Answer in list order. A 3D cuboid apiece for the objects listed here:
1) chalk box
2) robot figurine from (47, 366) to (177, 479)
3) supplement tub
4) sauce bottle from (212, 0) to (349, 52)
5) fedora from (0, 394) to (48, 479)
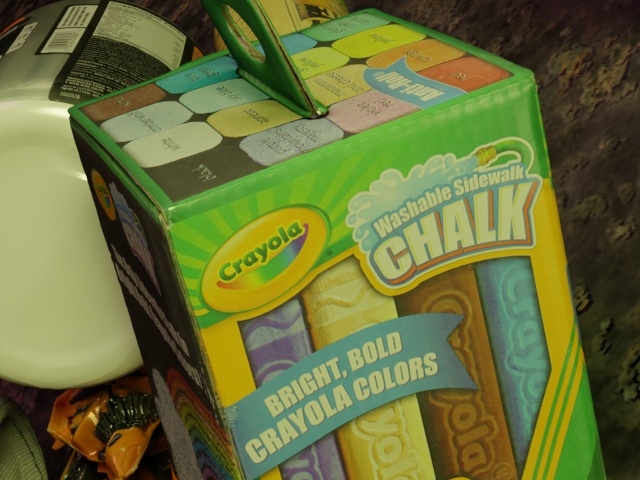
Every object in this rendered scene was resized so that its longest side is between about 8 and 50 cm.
[{"bbox_3d":[0.000,0.000,0.736,0.179,0.289,0.180,-20,26,-16],"label":"chalk box"},{"bbox_3d":[-0.099,0.154,0.927,0.211,0.085,0.291,-38,31,14],"label":"robot figurine"},{"bbox_3d":[-0.158,-0.050,1.024,0.193,0.193,0.316,-39,16,13],"label":"supplement tub"},{"bbox_3d":[-0.007,-0.093,1.093,0.111,0.111,0.344,-39,32,13],"label":"sauce bottle"},{"bbox_3d":[-0.262,0.195,0.998,0.124,0.244,0.275,2,35,18],"label":"fedora"}]
